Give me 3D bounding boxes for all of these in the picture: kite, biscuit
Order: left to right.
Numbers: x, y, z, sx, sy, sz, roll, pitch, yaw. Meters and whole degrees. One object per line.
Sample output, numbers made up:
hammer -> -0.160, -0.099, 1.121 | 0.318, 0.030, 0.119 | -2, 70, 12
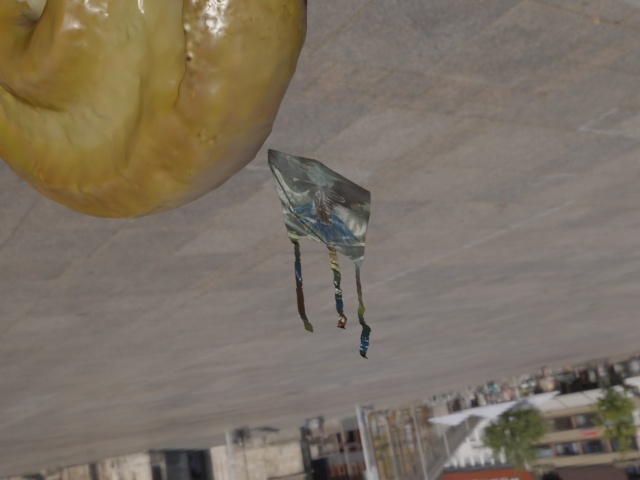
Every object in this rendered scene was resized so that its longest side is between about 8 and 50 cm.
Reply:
biscuit -> -0.140, -0.150, 0.414 | 0.296, 0.296, 0.102 | -25, -178, 45
kite -> -0.001, 0.001, 0.944 | 0.169, 0.309, 0.015 | 25, 130, -23
